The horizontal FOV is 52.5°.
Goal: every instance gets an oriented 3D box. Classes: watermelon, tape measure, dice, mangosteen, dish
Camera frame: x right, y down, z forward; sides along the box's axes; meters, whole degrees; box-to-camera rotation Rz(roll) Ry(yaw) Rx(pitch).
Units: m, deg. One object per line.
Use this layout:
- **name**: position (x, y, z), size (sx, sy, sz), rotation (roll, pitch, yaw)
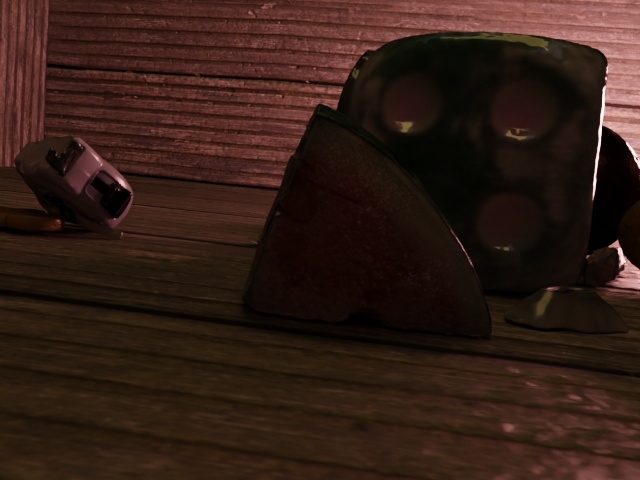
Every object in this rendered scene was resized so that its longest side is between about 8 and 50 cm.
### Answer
- **watermelon**: position (0.024, 0.019, 0.642), size (0.261, 0.201, 0.213), rotation (48, -2, -10)
- **tape measure**: position (-0.391, -0.083, 1.038), size (0.196, 0.105, 0.178), rotation (3, -32, 50)
- **dice**: position (0.225, -0.112, 0.961), size (0.348, 0.327, 0.330), rotation (8, 7, 21)
- **mangosteen**: position (0.459, -0.107, 1.246), size (0.297, 0.293, 0.297), rotation (-20, -5, -2)
- **dish**: position (0.258, 0.068, 0.690), size (0.137, 0.039, 0.091), rotation (4, 7, -26)

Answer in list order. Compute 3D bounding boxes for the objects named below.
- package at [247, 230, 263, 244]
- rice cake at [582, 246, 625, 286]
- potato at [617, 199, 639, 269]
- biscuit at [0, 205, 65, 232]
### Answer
- **package**: position (-0.079, -0.005, 1.097), size (0.059, 0.029, 0.083), rotation (17, 22, 26)
- **rice cake**: position (0.471, 0.038, 1.068), size (0.049, 0.055, 0.270), rotation (-9, -1, 29)
- **potato**: position (0.586, -0.017, 0.993), size (0.229, 0.229, 0.266), rotation (2, 6, -29)
- **biscuit**: position (-0.505, -0.037, 1.016), size (0.235, 0.030, 0.153), rotation (8, 8, 18)
